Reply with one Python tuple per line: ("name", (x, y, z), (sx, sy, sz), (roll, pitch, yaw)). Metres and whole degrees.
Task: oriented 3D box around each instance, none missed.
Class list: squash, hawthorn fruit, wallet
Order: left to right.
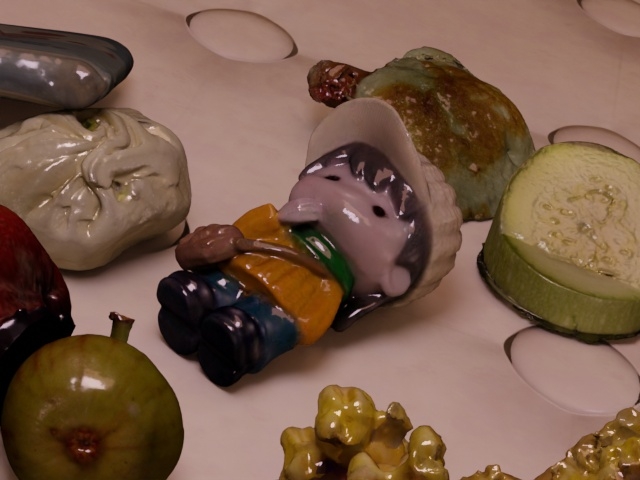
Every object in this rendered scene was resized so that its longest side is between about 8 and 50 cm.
("hawthorn fruit", (-0.329, 0.058, 1.301), (0.251, 0.189, 0.189), (7, 29, 18))
("wallet", (-0.332, -0.189, 1.651), (0.252, 0.083, 0.360), (7, 9, -3))
("squash", (0.288, 0.009, 1.698), (0.220, 0.133, 0.220), (11, 38, -9))

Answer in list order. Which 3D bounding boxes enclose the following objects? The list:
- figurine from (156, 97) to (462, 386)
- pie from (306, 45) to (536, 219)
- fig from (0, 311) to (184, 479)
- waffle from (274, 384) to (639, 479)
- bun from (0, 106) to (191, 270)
("figurine", (-0.006, 0.023, 1.530), (0.185, 0.204, 0.332), (36, 65, 26))
("pie", (0.133, -0.123, 1.863), (0.274, 0.105, 0.257), (-12, 57, -34))
("fig", (-0.192, 0.141, 1.274), (0.142, 0.148, 0.186), (-12, 1, -17))
("waffle", (0.120, 0.228, 1.143), (0.324, 0.261, 0.151), (10, 35, -16))
("bun", (-0.239, -0.067, 1.551), (0.229, 0.145, 0.229), (11, 36, -8))
